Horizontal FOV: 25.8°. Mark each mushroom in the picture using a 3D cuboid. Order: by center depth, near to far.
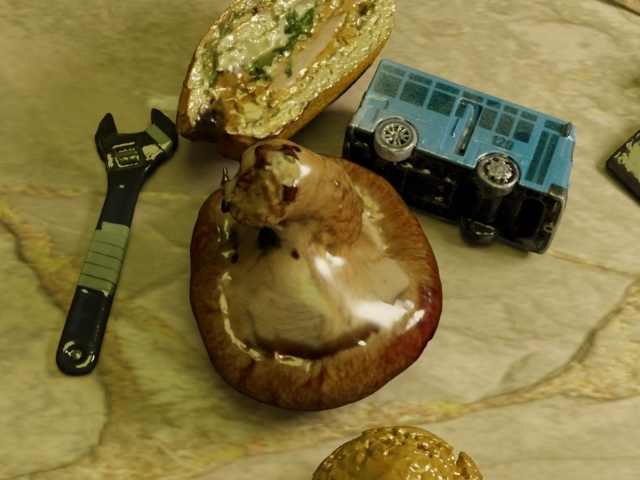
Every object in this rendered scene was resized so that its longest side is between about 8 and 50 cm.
[{"bbox_3d":[0.000,0.030,1.326,0.267,0.254,0.267,1,85,-15],"label":"mushroom"}]

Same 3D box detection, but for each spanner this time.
[{"bbox_3d":[-0.217,-0.007,1.413,0.087,0.024,0.316,11,60,1],"label":"spanner"}]

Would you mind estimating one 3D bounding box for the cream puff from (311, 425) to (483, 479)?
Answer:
[{"bbox_3d":[0.069,0.251,1.236,0.189,0.129,0.189,3,56,-4],"label":"cream puff"}]

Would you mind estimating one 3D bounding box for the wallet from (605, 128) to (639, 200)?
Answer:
[{"bbox_3d":[0.432,-0.039,1.493,0.124,0.025,0.244,-43,73,-2],"label":"wallet"}]

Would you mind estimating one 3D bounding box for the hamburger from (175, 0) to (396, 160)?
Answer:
[{"bbox_3d":[-0.054,-0.178,1.457,0.144,0.156,0.283,46,62,-1],"label":"hamburger"}]

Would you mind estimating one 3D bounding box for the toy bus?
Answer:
[{"bbox_3d":[0.148,-0.089,1.452,0.234,0.116,0.134,20,56,7],"label":"toy bus"}]
